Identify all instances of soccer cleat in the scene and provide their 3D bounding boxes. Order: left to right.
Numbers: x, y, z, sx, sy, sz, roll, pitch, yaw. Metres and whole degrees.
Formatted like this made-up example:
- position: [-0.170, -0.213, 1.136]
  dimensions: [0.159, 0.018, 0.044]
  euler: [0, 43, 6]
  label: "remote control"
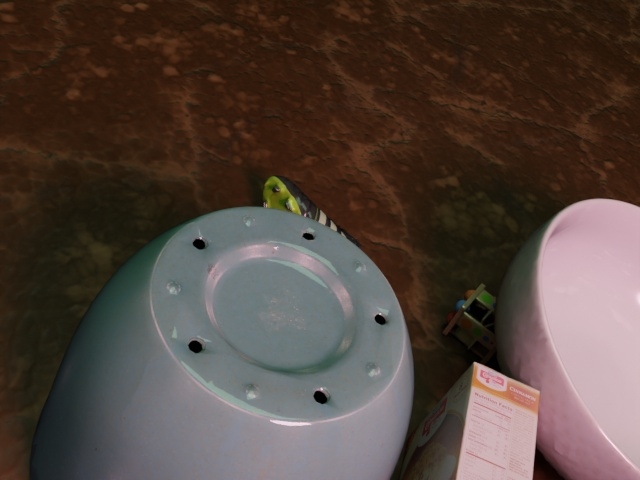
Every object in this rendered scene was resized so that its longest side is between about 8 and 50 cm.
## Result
- position: [0.000, 0.000, 0.899]
  dimensions: [0.072, 0.060, 0.179]
  euler: [-18, 65, -47]
  label: "soccer cleat"

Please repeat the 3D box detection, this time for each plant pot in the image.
- position: [-0.062, 0.115, 0.631]
  dimensions: [0.293, 0.235, 0.293]
  euler: [13, 45, -14]
  label: "plant pot"

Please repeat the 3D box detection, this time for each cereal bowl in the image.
- position: [0.308, 0.132, 0.830]
  dimensions: [0.339, 0.141, 0.339]
  euler: [17, 54, -25]
  label: "cereal bowl"

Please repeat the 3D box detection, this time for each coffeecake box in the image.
- position: [0.114, 0.220, 0.681]
  dimensions: [0.068, 0.142, 0.185]
  euler: [25, 44, -2]
  label: "coffeecake box"

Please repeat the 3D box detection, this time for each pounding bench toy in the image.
- position: [0.184, 0.082, 0.905]
  dimensions: [0.065, 0.052, 0.083]
  euler: [39, 45, 13]
  label: "pounding bench toy"
